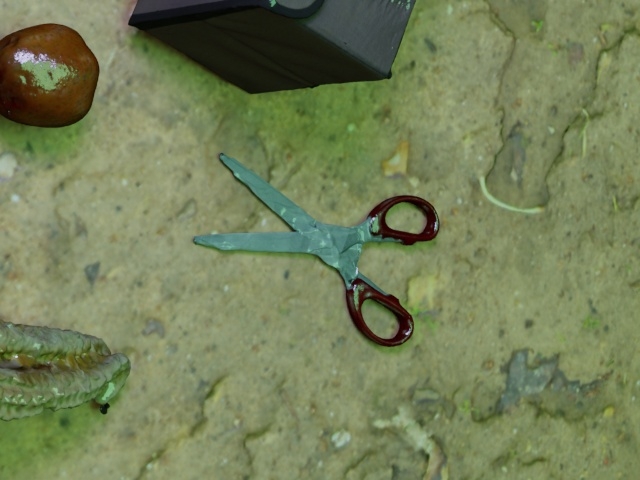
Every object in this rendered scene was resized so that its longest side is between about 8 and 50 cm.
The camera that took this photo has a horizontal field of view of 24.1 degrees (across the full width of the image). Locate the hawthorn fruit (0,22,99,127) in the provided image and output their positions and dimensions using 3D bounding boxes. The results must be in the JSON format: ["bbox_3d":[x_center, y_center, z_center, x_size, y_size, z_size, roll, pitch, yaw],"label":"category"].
[{"bbox_3d":[-0.221,-0.125,1.152,0.093,0.081,0.081,-8,96,-47],"label":"hawthorn fruit"}]

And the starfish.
[{"bbox_3d":[-0.310,0.013,1.048,0.432,0.082,0.324,-18,84,-60],"label":"starfish"}]

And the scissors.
[{"bbox_3d":[0.000,0.000,1.352,0.248,0.017,0.144,21,79,-33],"label":"scissors"}]

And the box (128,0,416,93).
[{"bbox_3d":[-0.009,-0.259,1.229,0.153,0.188,0.252,30,71,-39],"label":"box"}]
